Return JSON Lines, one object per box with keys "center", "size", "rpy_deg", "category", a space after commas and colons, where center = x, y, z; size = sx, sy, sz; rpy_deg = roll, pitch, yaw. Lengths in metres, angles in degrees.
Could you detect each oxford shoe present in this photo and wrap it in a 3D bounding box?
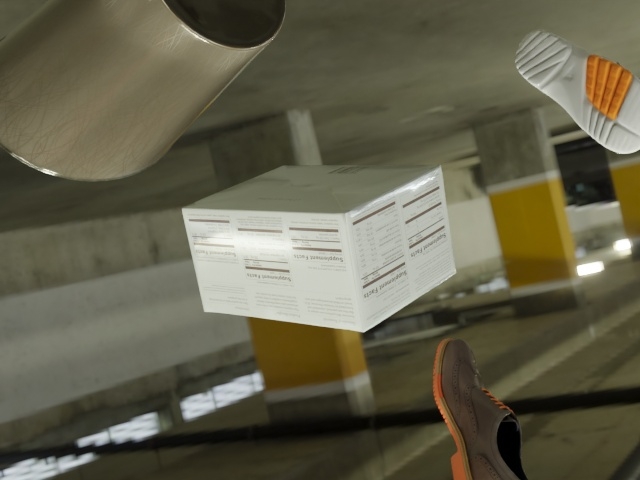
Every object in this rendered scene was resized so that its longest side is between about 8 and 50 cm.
{"center": [0.228, 0.242, 1.400], "size": [0.098, 0.271, 0.097], "rpy_deg": [-36, 137, 30], "category": "oxford shoe"}

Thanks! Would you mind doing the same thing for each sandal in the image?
{"center": [0.387, -0.220, 1.442], "size": [0.076, 0.265, 0.102], "rpy_deg": [5, 124, -41], "category": "sandal"}

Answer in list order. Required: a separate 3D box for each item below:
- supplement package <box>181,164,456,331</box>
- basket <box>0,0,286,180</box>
{"center": [0.000, 0.000, 1.265], "size": [0.261, 0.145, 0.204], "rpy_deg": [4, -159, 40], "category": "supplement package"}
{"center": [-0.143, -0.161, 0.833], "size": [0.204, 0.154, 0.227], "rpy_deg": [-10, 168, -43], "category": "basket"}
